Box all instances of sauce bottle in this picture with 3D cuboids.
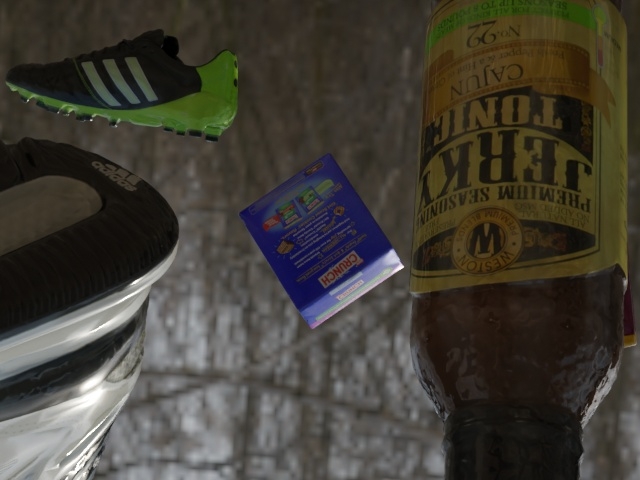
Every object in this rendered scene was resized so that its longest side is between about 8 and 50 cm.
[{"bbox_3d":[0.100,0.009,0.927,0.111,0.344,0.111,3,151,1],"label":"sauce bottle"}]

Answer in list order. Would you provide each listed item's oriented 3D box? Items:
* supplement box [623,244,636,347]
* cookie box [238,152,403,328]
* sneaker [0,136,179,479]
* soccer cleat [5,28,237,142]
[{"bbox_3d":[0.197,-0.009,1.516,0.081,0.188,0.104,-8,-171,-6],"label":"supplement box"},{"bbox_3d":[0.000,0.000,1.482,0.107,0.092,0.040,58,-177,31],"label":"cookie box"},{"bbox_3d":[-0.252,0.136,0.806,0.447,0.257,0.169,-21,-135,-40],"label":"sneaker"},{"bbox_3d":[-0.141,-0.118,1.342,0.179,0.072,0.060,10,179,18],"label":"soccer cleat"}]
